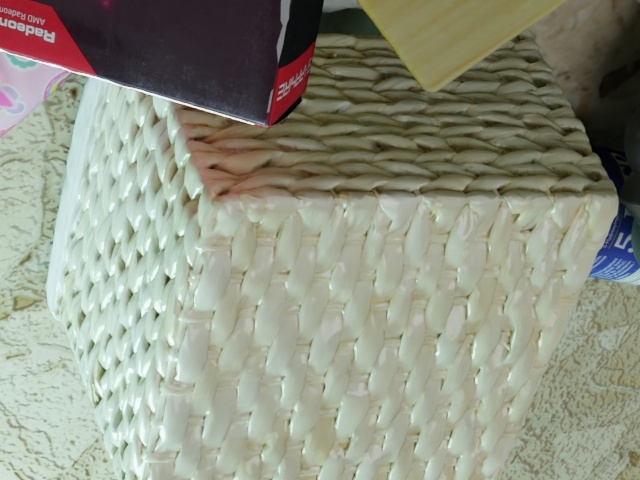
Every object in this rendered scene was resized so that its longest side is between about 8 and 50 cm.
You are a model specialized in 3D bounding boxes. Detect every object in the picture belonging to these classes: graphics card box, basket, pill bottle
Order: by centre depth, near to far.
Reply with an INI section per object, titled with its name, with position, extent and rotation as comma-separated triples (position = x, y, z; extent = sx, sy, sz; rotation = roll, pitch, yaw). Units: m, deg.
[graphics card box]
position = -0.088, -0.266, 0.895
extent = 0.233, 0.094, 0.371
rotation = 18, 112, 9
[basket]
position = 0.000, 0.000, 1.216
extent = 0.328, 0.266, 0.331
rotation = -1, 130, -23
[pill bottle]
position = 0.211, -0.028, 1.395
extent = 0.187, 0.112, 0.112
rotation = 9, 127, -32

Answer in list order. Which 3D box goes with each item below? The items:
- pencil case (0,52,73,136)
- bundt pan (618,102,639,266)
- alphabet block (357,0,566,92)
[pencil case]
position = -0.264, -0.106, 1.091
extent = 0.284, 0.124, 0.124
rotation = -35, 136, 11
[bundt pan]
position = 0.366, -0.062, 1.352
extent = 0.331, 0.124, 0.330
rotation = -7, 101, -38
[alphabet block]
position = 0.078, -0.252, 1.062
extent = 0.197, 0.192, 0.193
rotation = -34, 135, 9
